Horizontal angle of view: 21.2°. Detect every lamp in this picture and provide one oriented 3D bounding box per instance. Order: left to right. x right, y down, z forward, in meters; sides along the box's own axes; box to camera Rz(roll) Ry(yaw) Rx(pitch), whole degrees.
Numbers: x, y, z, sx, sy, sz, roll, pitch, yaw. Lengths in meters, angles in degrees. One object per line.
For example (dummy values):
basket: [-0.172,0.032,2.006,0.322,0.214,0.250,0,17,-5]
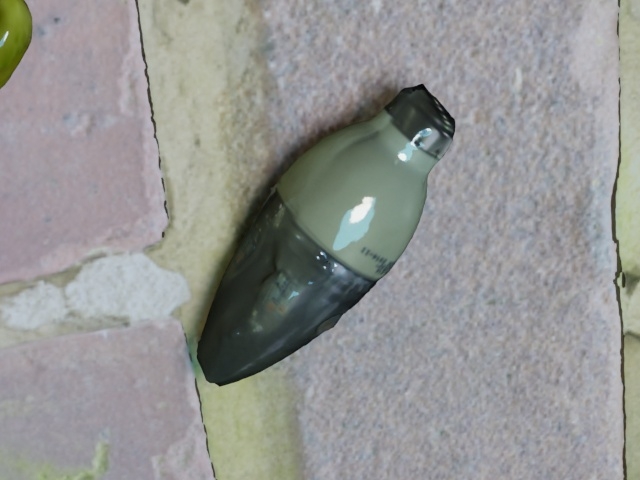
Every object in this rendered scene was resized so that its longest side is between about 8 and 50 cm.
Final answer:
lamp: [0.000,0.000,1.161,0.101,0.101,0.250,35,103,-26]

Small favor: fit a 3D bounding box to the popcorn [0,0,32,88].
popcorn: [-0.314,-0.095,0.953,0.250,0.235,0.241,32,73,-44]
